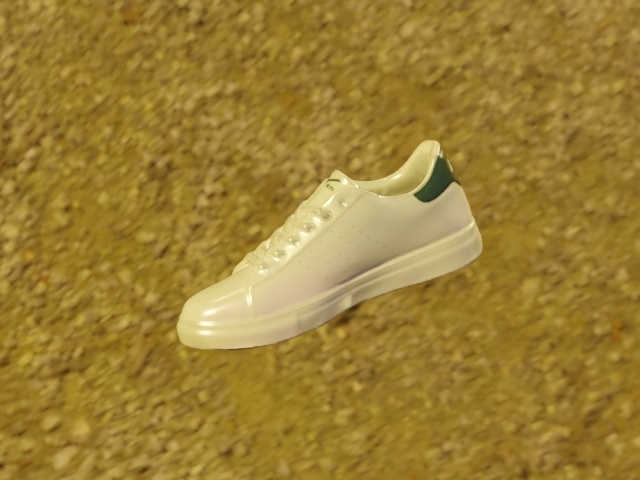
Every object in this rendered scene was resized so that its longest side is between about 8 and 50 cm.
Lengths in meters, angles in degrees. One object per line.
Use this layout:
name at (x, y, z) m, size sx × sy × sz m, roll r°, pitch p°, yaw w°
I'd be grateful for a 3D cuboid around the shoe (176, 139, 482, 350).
shoe at (0.000, 0.000, 1.364) m, size 0.265 × 0.095 × 0.110 m, roll -19°, pitch 111°, yaw -18°
